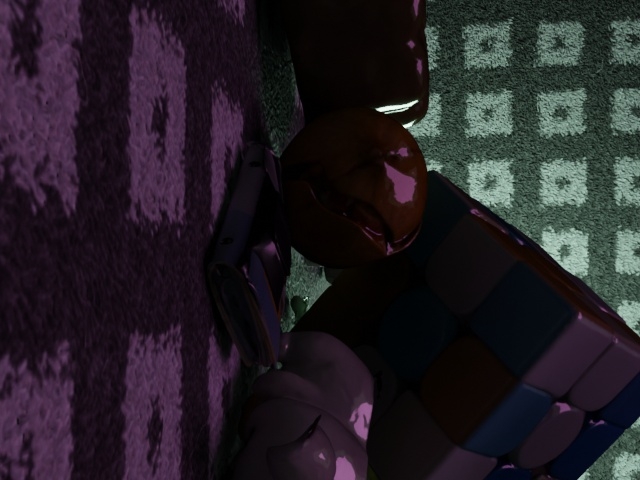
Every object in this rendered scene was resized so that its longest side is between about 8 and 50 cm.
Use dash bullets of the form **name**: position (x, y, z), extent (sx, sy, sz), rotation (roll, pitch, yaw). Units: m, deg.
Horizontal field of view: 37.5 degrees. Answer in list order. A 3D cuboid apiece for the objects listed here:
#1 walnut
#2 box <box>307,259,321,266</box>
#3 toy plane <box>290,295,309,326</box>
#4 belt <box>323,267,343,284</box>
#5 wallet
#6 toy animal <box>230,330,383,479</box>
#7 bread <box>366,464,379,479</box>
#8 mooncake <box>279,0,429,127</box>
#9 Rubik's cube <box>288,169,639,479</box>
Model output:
- **walnut**: position (0.028, -0.061, 1.245), extent (0.336, 0.209, 0.209), rotation (167, -76, -77)
- **box**: position (0.000, 0.000, 1.638), extent (0.117, 0.036, 0.050), rotation (-75, 162, -63)
- **toy plane**: position (-0.028, 0.111, 1.436), extent (0.083, 0.033, 0.080), rotation (80, 26, -50)
- **belt**: position (0.069, 0.010, 1.822), extent (0.201, 0.128, 0.124), rotation (-84, 170, -45)
- **wallet**: position (-0.064, 0.016, 1.032), extent (0.231, 0.069, 0.170), rotation (-82, 164, -51)
- **toy animal**: position (-0.014, 0.220, 1.022), extent (0.325, 0.154, 0.208), rotation (-98, -159, -80)
- **bread**: position (0.037, 0.401, 1.519), extent (0.333, 0.143, 0.323), rotation (-46, 137, -79)
- **mooncake**: position (0.057, -0.329, 1.322), extent (0.378, 0.201, 0.378), rotation (-8, 90, -84)
- **Rubik's cube**: position (0.226, 0.169, 1.357), extent (0.347, 0.346, 0.344), rotation (26, 19, -44)
